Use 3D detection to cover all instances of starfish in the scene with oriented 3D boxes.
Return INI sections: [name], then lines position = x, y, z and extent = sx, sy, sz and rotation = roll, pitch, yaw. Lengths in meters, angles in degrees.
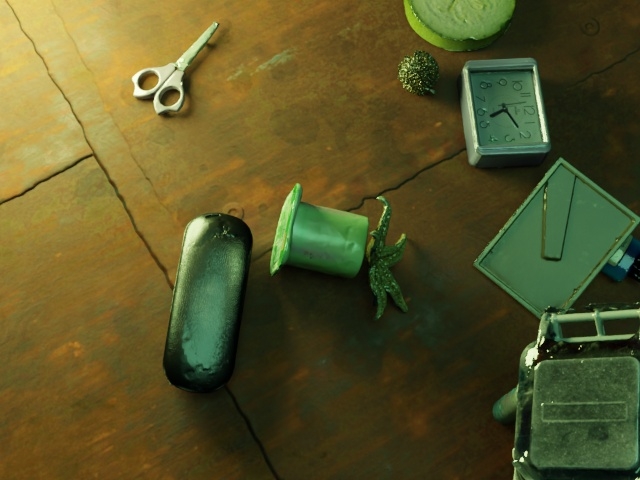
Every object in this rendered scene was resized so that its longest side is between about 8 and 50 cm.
[starfish]
position = 0.115, 0.028, 1.777
extent = 0.053, 0.176, 0.208
rotation = 4, 111, 28

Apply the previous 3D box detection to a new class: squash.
[squash]
position = 0.267, -0.465, 1.996
extent = 0.219, 0.041, 0.219
rotation = 2, 67, -6

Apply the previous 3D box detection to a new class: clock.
[clock]
position = 0.337, -0.233, 1.903
extent = 0.144, 0.073, 0.194
rotation = -4, 72, -5

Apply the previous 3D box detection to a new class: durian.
[durian]
position = 0.185, -0.307, 1.919
extent = 0.080, 0.080, 0.091
rotation = -45, 97, -16

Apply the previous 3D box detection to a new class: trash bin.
[trash bin]
position = 0.470, 0.284, 1.580
extent = 0.255, 0.367, 0.296
rotation = -10, 63, 35

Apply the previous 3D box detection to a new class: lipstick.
[lipstick]
position = 0.321, 0.267, 1.694
extent = 0.048, 0.158, 0.048
rotation = 1, 71, -4

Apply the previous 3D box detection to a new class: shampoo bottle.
[shampoo bottle]
position = 0.505, 0.009, 1.849
extent = 0.183, 0.050, 0.087
rotation = 33, 77, 6

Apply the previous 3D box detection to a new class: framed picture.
[framed picture]
position = 0.414, 0.004, 1.822
extent = 0.184, 0.016, 0.250
rotation = 38, 91, 9

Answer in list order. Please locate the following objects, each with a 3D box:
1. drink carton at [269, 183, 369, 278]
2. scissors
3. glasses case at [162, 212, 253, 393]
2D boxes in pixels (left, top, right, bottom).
[drink carton]
position = 0.000, 0.000, 1.774
extent = 0.142, 0.144, 0.146
rotation = 12, 74, -11
[scissors]
position = -0.254, -0.325, 1.913
extent = 0.110, 0.021, 0.212
rotation = 35, 73, 10
[glasses case]
position = -0.189, 0.102, 1.750
extent = 0.122, 0.075, 0.315
rotation = 8, 71, -4
